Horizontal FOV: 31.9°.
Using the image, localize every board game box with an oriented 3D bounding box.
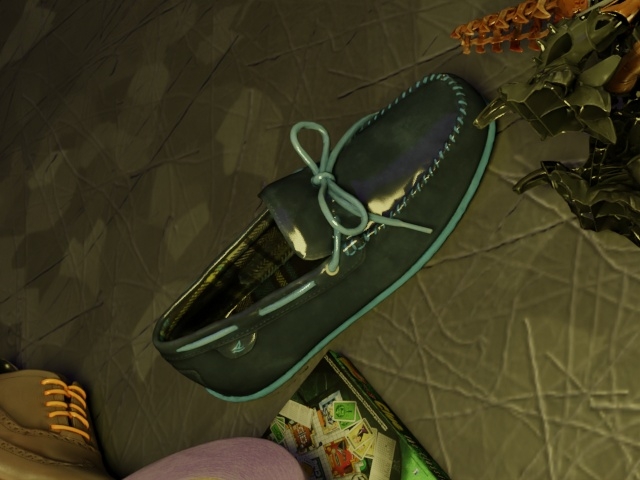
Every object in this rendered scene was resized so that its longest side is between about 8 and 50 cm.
[{"bbox_3d":[0.033,0.205,0.813,0.136,0.030,0.259,-51,40,7],"label":"board game box"}]

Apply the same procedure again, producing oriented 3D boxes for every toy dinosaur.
[{"bbox_3d":[0.226,-0.121,0.761,0.218,0.164,0.322,-55,19,-18],"label":"toy dinosaur"}]

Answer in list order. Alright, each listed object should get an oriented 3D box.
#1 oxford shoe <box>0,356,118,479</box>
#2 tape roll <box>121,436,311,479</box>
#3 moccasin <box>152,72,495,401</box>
[{"bbox_3d":[-0.271,0.188,1.063,0.364,0.130,0.132,12,69,48],"label":"oxford shoe"},{"bbox_3d":[-0.107,0.254,0.738,0.275,0.090,0.275,-28,19,10],"label":"tape roll"},{"bbox_3d":[0.000,0.000,0.902,0.342,0.117,0.137,-51,41,10],"label":"moccasin"}]
